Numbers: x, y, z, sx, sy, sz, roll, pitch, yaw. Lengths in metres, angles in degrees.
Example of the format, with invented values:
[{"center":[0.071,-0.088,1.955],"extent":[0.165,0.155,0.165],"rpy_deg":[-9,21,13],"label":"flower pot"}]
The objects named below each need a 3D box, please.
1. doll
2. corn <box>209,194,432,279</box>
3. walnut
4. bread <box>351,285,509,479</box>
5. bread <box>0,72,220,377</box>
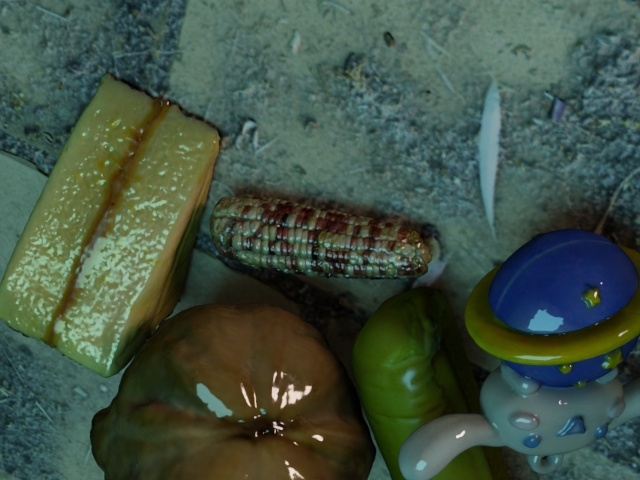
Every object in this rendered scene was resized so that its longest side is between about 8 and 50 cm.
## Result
[{"center":[0.197,0.110,1.688],"extent":[0.160,0.311,0.243],"rpy_deg":[58,167,39],"label":"doll"},{"center":[0.000,0.000,1.809],"extent":[0.237,0.079,0.080],"rpy_deg":[7,126,18],"label":"corn"},{"center":[-0.098,0.223,1.853],"extent":[0.306,0.306,0.344],"rpy_deg":[34,163,2],"label":"walnut"},{"center":[0.127,0.229,1.839],"extent":[0.112,0.166,0.384],"rpy_deg":[-15,117,13],"label":"bread"},{"center":[-0.230,-0.015,1.856],"extent":[0.167,0.163,0.264],"rpy_deg":[26,130,10],"label":"bread"}]
